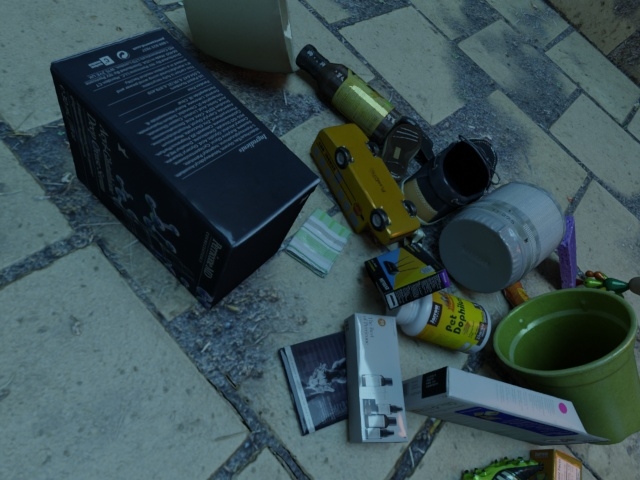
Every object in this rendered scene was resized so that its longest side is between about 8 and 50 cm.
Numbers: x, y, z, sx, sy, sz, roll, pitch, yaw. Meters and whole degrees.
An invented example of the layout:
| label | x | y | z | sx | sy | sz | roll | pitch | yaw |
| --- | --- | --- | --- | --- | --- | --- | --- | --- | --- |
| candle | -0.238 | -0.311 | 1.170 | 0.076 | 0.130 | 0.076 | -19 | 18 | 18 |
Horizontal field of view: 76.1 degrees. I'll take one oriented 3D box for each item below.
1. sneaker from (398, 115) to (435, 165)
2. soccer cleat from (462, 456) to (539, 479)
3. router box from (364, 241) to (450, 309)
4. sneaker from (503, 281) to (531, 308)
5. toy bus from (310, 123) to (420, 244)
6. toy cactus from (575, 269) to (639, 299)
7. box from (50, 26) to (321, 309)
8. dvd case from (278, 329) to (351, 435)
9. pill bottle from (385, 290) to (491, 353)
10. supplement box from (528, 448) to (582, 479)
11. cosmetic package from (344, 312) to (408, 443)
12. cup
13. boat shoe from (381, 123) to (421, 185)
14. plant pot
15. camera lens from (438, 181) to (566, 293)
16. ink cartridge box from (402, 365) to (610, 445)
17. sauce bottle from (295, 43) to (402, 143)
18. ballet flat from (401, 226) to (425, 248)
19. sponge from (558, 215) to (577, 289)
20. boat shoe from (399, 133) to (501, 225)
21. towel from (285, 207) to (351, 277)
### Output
| label | x | y | z | sx | sy | sz | roll | pitch | yaw |
| --- | --- | --- | --- | --- | --- | --- | --- | --- | --- |
| sneaker | 0.283 | -0.291 | 1.219 | 0.170 | 0.051 | 0.089 | 40 | 53 | -11 |
| soccer cleat | 0.369 | 0.490 | 0.828 | 0.179 | 0.060 | 0.072 | -5 | 74 | -18 |
| router box | 0.179 | 0.071 | 0.884 | 0.133 | 0.179 | 0.046 | -22 | 109 | 0 |
| sneaker | 0.533 | 0.165 | 1.067 | 0.064 | 0.067 | 0.175 | 1 | 61 | -21 |
| toy bus | 0.104 | -0.136 | 1.011 | 0.108 | 0.130 | 0.332 | -18 | 71 | -31 |
| toy cactus | 0.868 | 0.140 | 1.166 | 0.219 | 0.180 | 0.112 | 20 | 77 | -6 |
| box | -0.246 | -0.116 | 0.752 | 0.395 | 0.293 | 0.212 | 43 | 56 | 5 |
| dvd case | 0.039 | 0.271 | 0.827 | 0.221 | 0.018 | 0.164 | -9 | 68 | -28 |
| pill bottle | 0.260 | 0.171 | 0.916 | 0.215 | 0.117 | 0.117 | 19 | 57 | -12 |
| supplement box | 0.467 | 0.550 | 0.820 | 0.080 | 0.078 | 0.233 | 30 | 55 | -2 |
| cosmetic package | 0.107 | 0.269 | 0.810 | 0.099 | 0.060 | 0.239 | 9 | 61 | -20 |
| cup | -0.208 | -0.589 | 1.048 | 0.237 | 0.331 | 0.331 | -7 | 63 | 2 |
| boat shoe | 0.204 | -0.224 | 1.125 | 0.095 | 0.095 | 0.257 | 29 | 51 | 4 |
| plant pot | 0.567 | 0.288 | 0.896 | 0.276 | 0.276 | 0.254 | -40 | 106 | -34 |
| camera lens | 0.465 | -0.013 | 1.043 | 0.274 | 0.219 | 0.219 | -27 | 76 | -32 |
| ink cartridge box | 0.361 | 0.345 | 0.827 | 0.371 | 0.176 | 0.069 | 21 | 56 | -11 |
| sauce bottle | 0.076 | -0.425 | 1.171 | 0.344 | 0.111 | 0.111 | 42 | 55 | 1 |
| ballet flat | 0.237 | 0.011 | 1.027 | 0.070 | 0.070 | 0.188 | 18 | 57 | -13 |
| sponge | 0.695 | 0.044 | 1.147 | 0.117 | 0.031 | 0.210 | -57 | 133 | -34 |
| boat shoe | 0.396 | -0.189 | 1.127 | 0.500 | 0.156 | 0.187 | -31 | 86 | -42 |
| towel | 0.000 | 0.000 | 0.957 | 0.113 | 0.023 | 0.152 | 36 | 55 | -2 |
